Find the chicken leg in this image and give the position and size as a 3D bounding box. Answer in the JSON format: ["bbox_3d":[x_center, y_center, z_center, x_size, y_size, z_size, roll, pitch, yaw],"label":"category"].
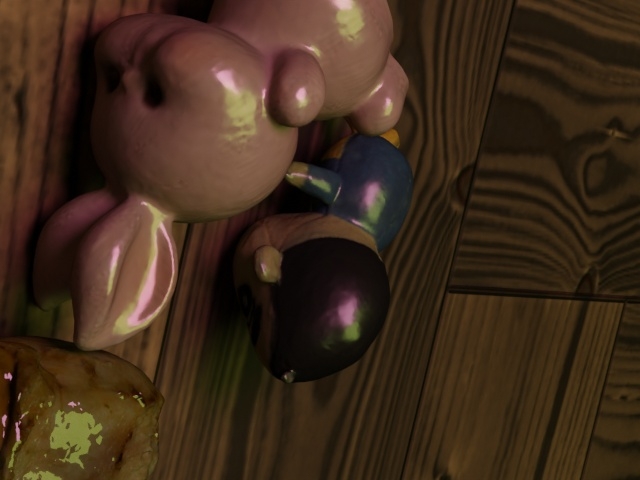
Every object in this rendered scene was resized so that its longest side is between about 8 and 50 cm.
[{"bbox_3d":[-0.159,0.093,0.659,0.227,0.088,0.103,-3,122,-52],"label":"chicken leg"}]

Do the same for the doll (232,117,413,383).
[{"bbox_3d":[0.000,0.000,0.830,0.102,0.089,0.179,58,35,-45],"label":"doll"}]

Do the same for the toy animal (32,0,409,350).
[{"bbox_3d":[-0.060,-0.054,0.708,0.212,0.124,0.124,-46,136,-22],"label":"toy animal"}]
